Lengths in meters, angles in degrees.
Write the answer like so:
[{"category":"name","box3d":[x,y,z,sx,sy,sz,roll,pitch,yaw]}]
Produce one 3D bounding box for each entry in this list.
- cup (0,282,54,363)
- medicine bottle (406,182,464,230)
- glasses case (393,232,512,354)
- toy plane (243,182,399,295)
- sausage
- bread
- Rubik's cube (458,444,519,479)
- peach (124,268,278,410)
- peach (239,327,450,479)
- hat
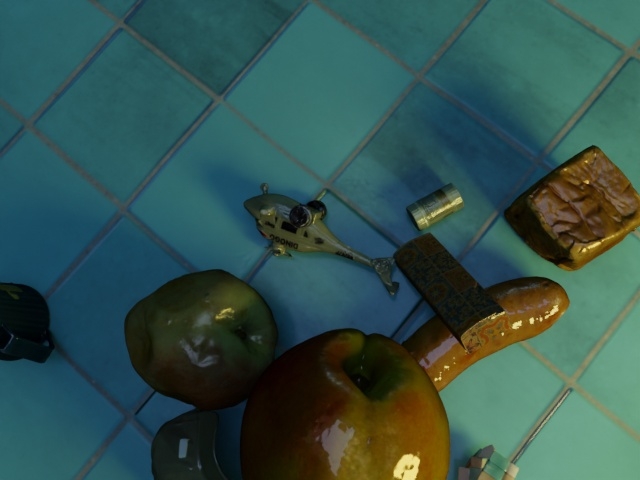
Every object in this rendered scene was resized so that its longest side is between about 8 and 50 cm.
[{"category":"cup","box3d":[-0.516,0.136,1.090,0.176,0.155,0.131,30,84,13]},{"category":"medicine bottle","box3d":[0.185,-0.054,1.103,0.083,0.047,0.047,-30,77,0]},{"category":"glasses case","box3d":[0.188,0.070,1.012,0.075,0.049,0.218,-34,37,0]},{"category":"toy plane","box3d":[0.000,0.000,1.098,0.286,0.092,0.108,22,103,11]},{"category":"sausage","box3d":[0.245,0.134,1.033,0.270,0.109,0.109,-27,77,1]},{"category":"bread","box3d":[0.381,-0.041,1.024,0.143,0.158,0.149,-35,73,0]},{"category":"Rubik's cube","box3d":[0.236,0.349,1.001,0.073,0.075,0.084,35,123,12]},{"category":"peach","box3d":[-0.188,0.144,1.039,0.235,0.214,0.214,2,78,30]},{"category":"peach","box3d":[0.032,0.293,0.931,0.307,0.308,0.332,4,113,7]},{"category":"hat","box3d":[-0.195,0.333,1.009,0.144,0.173,0.166,-18,76,-5]}]
